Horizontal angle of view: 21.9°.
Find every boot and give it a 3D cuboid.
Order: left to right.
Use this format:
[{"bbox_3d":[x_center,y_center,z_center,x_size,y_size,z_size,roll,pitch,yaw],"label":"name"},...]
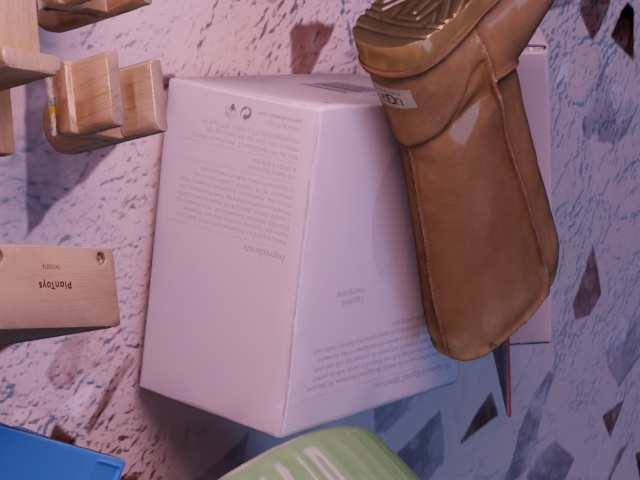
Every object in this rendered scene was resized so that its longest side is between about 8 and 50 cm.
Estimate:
[{"bbox_3d":[0.128,-0.087,1.144,0.236,0.089,0.269,-40,133,-24],"label":"boot"}]

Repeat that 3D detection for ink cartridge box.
[{"bbox_3d":[0.162,-0.033,1.357,0.239,0.060,0.275,-97,-177,-63],"label":"ink cartridge box"}]

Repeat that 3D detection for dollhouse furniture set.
[{"bbox_3d":[-0.213,-0.062,0.903,0.212,0.161,0.242,3,78,-55],"label":"dollhouse furniture set"}]

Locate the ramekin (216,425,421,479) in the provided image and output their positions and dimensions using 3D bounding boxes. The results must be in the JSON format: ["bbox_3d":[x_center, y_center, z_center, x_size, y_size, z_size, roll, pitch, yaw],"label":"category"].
[{"bbox_3d":[-0.028,0.266,1.146,0.303,0.148,0.303,-33,157,-16],"label":"ramekin"}]

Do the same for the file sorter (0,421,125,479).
[{"bbox_3d":[-0.220,0.155,0.965,0.170,0.104,0.118,29,80,-55],"label":"file sorter"}]

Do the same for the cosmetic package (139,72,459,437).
[{"bbox_3d":[0.000,0.000,1.185,0.224,0.138,0.225,-8,108,-53],"label":"cosmetic package"}]
